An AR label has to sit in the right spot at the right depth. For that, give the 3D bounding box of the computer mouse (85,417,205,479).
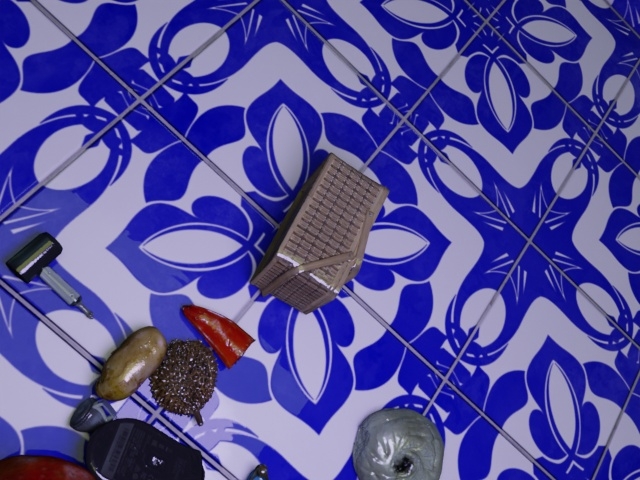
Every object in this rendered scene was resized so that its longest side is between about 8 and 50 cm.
[{"bbox_3d":[-0.335,0.445,1.217,0.264,0.088,0.147,33,43,-15],"label":"computer mouse"}]

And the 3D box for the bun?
[{"bbox_3d":[0.186,0.480,1.415,0.221,0.108,0.221,7,72,-21],"label":"bun"}]

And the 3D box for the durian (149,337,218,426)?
[{"bbox_3d":[-0.269,0.289,1.289,0.148,0.091,0.189,-13,82,-26],"label":"durian"}]

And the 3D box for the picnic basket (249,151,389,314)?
[{"bbox_3d":[0.000,0.000,1.413,0.175,0.228,0.313,32,64,-9],"label":"picnic basket"}]

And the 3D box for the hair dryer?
[{"bbox_3d":[-0.525,0.084,1.270,0.198,0.057,0.100,50,63,-13],"label":"hair dryer"}]

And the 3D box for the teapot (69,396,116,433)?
[{"bbox_3d":[-0.435,0.339,1.214,0.057,0.088,0.066,47,20,-28],"label":"teapot"}]

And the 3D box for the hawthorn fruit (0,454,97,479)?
[{"bbox_3d":[-0.467,0.488,1.005,0.284,0.369,0.285,19,60,-36],"label":"hawthorn fruit"}]

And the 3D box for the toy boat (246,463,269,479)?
[{"bbox_3d":[-0.130,0.552,1.278,0.075,0.077,0.186,12,71,-19],"label":"toy boat"}]

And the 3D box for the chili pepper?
[{"bbox_3d":[-0.230,0.193,1.354,0.169,0.065,0.088,40,48,-2],"label":"chili pepper"}]

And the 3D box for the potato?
[{"bbox_3d":[-0.377,0.244,1.249,0.170,0.107,0.080,-45,130,-24],"label":"potato"}]
